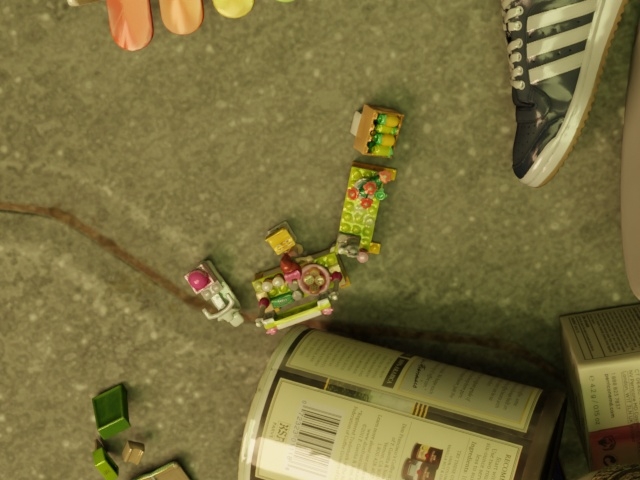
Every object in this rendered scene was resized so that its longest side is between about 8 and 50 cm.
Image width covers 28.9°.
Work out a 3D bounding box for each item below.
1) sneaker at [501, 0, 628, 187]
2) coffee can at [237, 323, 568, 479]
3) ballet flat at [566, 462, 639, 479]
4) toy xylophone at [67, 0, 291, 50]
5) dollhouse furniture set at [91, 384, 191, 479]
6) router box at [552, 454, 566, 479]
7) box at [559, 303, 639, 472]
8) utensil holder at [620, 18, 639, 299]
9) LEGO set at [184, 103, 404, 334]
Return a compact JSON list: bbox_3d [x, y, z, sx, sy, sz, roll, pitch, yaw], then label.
[{"bbox_3d":[0.195,-0.201,1.176,0.153,0.099,0.282,17,100,-7],"label":"sneaker"},{"bbox_3d":[0.083,0.211,1.218,0.275,0.201,0.201,14,107,16],"label":"coffee can"},{"bbox_3d":[0.313,0.280,1.160,0.182,0.483,0.164,11,87,38],"label":"ballet flat"},{"bbox_3d":[-0.097,-0.320,1.168,0.323,0.081,0.236,-12,105,6],"label":"toy xylophone"},{"bbox_3d":[-0.201,0.236,1.369,0.076,0.058,0.151,-27,122,3],"label":"dollhouse furniture set"},{"bbox_3d":[0.145,0.425,1.373,0.335,0.082,0.301,-17,105,8],"label":"router box"},{"bbox_3d":[0.368,0.138,1.242,0.232,0.148,0.127,-9,105,6],"label":"box"},{"bbox_3d":[0.480,-0.083,1.086,0.385,0.327,0.327,3,107,5],"label":"utensil holder"},{"bbox_3d":[0.000,0.000,1.243,0.287,0.107,0.132,-42,100,14],"label":"LEGO set"}]
